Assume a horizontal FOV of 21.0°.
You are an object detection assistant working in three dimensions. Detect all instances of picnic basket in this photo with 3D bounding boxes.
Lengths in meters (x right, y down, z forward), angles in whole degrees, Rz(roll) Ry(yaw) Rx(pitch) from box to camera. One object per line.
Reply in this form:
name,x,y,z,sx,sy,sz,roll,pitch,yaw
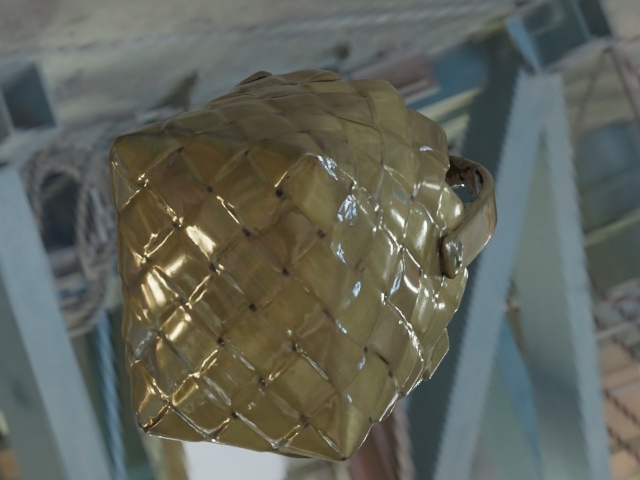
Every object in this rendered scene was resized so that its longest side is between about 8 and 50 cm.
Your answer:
picnic basket,0.000,0.000,0.682,0.128,0.137,0.178,3,-162,19
